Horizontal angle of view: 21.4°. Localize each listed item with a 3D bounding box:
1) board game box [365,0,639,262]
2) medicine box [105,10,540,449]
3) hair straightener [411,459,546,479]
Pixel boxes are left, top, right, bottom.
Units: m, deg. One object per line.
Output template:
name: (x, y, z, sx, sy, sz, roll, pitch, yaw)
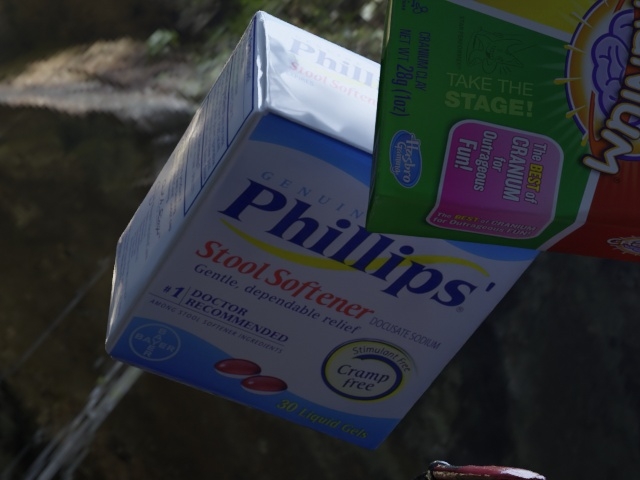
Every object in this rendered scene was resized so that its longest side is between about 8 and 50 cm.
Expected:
board game box: (0.200, -0.109, 1.183, 0.317, 0.242, 0.064, 6, -20, -2)
medicine box: (0.000, 0.000, 1.411, 0.263, 0.149, 0.289, 22, -53, -18)
hair straightener: (0.101, 0.208, 1.249, 0.047, 0.089, 0.230, 8, -7, -18)
